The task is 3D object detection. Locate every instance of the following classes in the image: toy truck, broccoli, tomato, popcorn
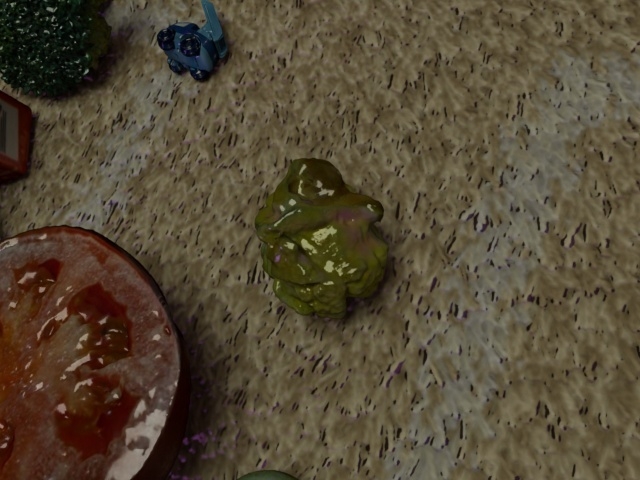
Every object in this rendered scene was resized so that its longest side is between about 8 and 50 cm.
[{"bbox_3d":[-0.144,-0.242,0.950,0.073,0.056,0.090,23,64,23],"label":"toy truck"},{"bbox_3d":[-0.329,-0.293,0.990,0.220,0.194,0.194,-10,63,42],"label":"broccoli"},{"bbox_3d":[-0.255,0.157,0.766,0.338,0.143,0.338,-8,62,14],"label":"tomato"},{"bbox_3d":[0.000,0.000,0.757,0.126,0.126,0.145,3,50,-5],"label":"popcorn"}]

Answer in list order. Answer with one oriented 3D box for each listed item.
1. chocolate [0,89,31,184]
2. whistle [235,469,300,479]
[{"bbox_3d":[-0.493,-0.113,0.922,0.235,0.237,0.108,-19,75,12],"label":"chocolate"},{"bbox_3d":[-0.021,0.283,0.672,0.104,0.057,0.198,-41,59,0],"label":"whistle"}]
